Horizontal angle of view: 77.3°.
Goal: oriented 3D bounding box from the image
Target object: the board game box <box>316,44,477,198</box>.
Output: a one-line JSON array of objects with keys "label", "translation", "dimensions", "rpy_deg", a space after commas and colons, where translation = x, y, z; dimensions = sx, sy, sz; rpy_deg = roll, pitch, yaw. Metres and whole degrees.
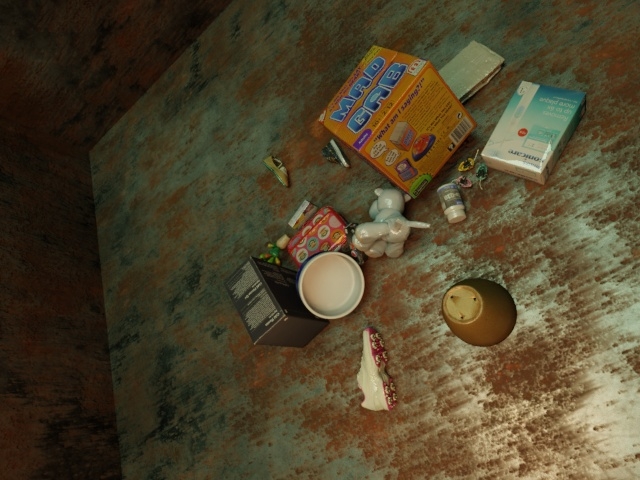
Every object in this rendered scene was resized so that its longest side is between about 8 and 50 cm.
[{"label": "board game box", "translation": [0.280, -0.449, 1.523], "dimensions": [0.356, 0.356, 0.356], "rpy_deg": [-51, 40, 11]}]

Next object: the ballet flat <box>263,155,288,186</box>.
[{"label": "ballet flat", "translation": [-0.215, -0.363, 2.045], "dimensions": [0.073, 0.080, 0.232], "rpy_deg": [-41, 58, -1]}]

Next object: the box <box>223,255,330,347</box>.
[{"label": "box", "translation": [-0.179, 0.265, 1.674], "dimensions": [0.179, 0.343, 0.312], "rpy_deg": [-45, 56, 13]}]

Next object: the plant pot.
[{"label": "plant pot", "translation": [0.493, 0.220, 1.304], "dimensions": [0.237, 0.254, 0.237], "rpy_deg": [-11, 70, 31]}]

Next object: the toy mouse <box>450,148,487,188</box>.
[{"label": "toy mouse", "translation": [0.576, -0.240, 1.515], "dimensions": [0.161, 0.031, 0.143], "rpy_deg": [-40, 56, 20]}]

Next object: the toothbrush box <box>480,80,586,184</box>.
[{"label": "toothbrush box", "translation": [0.737, -0.374, 1.393], "dimensions": [0.216, 0.126, 0.295], "rpy_deg": [32, 96, 35]}]

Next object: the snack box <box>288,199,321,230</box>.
[{"label": "snack box", "translation": [-0.073, -0.111, 1.861], "dimensions": [0.037, 0.100, 0.141], "rpy_deg": [43, 102, 35]}]

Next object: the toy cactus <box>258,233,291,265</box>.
[{"label": "toy cactus", "translation": [-0.199, 0.051, 1.859], "dimensions": [0.112, 0.219, 0.180], "rpy_deg": [42, 107, -4]}]

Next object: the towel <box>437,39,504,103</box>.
[{"label": "towel", "translation": [0.574, -0.666, 1.619], "dimensions": [0.282, 0.049, 0.187], "rpy_deg": [-39, 57, 10]}]

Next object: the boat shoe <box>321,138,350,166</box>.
[{"label": "boat shoe", "translation": [0.071, -0.387, 1.875], "dimensions": [0.083, 0.065, 0.183], "rpy_deg": [-40, 53, 20]}]

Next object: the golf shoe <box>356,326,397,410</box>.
[{"label": "golf shoe", "translation": [0.187, 0.487, 1.516], "dimensions": [0.140, 0.115, 0.306], "rpy_deg": [-23, 64, 30]}]

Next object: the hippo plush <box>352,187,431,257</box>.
[{"label": "hippo plush", "translation": [0.240, -0.092, 1.556], "dimensions": [0.294, 0.234, 0.237], "rpy_deg": [116, 157, -57]}]

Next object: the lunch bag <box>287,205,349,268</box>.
[{"label": "lunch bag", "translation": [0.000, 0.000, 1.779], "dimensions": [0.293, 0.120, 0.258], "rpy_deg": [-45, 53, 13]}]

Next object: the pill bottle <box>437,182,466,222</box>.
[{"label": "pill bottle", "translation": [0.496, -0.140, 1.511], "dimensions": [0.078, 0.078, 0.137], "rpy_deg": [-23, 65, 26]}]

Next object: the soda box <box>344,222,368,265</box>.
[{"label": "soda box", "translation": [0.148, 0.015, 1.650], "dimensions": [0.053, 0.060, 0.169], "rpy_deg": [6, 120, 37]}]

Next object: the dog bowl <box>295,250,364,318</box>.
[{"label": "dog bowl", "translation": [0.036, 0.173, 1.610], "dimensions": [0.104, 0.265, 0.265], "rpy_deg": [-167, 98, -75]}]
